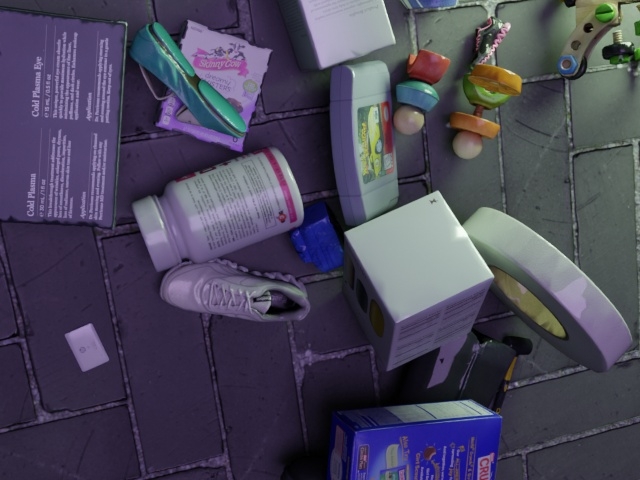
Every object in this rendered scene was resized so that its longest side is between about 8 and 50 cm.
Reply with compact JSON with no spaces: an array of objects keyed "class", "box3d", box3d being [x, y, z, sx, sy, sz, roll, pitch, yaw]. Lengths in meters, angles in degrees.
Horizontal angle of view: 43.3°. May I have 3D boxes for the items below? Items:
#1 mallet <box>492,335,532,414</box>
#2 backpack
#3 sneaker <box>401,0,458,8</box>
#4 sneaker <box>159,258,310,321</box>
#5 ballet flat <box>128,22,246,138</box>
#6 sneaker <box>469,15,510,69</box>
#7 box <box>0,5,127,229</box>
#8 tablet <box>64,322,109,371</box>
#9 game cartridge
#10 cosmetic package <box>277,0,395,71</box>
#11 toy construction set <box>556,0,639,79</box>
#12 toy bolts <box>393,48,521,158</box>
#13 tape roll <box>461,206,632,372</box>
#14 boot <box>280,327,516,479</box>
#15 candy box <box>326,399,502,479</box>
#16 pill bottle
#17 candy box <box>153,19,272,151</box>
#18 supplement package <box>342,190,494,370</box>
[{"class":"mallet","box3d":[0.406,0.298,1.779,0.062,0.039,0.189,18,99,-20]},{"class":"backpack","box3d":[0.000,0.000,1.567,0.101,0.098,0.120,-24,117,11]},{"class":"sneaker","box3d":[0.195,-0.583,1.462,0.127,0.182,0.315,-14,104,-12]},{"class":"sneaker","box3d":[-0.156,0.101,1.528,0.292,0.118,0.110,6,101,-16]},{"class":"ballet flat","box3d":[-0.235,-0.257,1.387,0.087,0.083,0.247,-35,108,20]},{"class":"sneaker","box3d":[0.328,-0.398,1.616,0.057,0.047,0.119,35,86,-5]},{"class":"box","box3d":[-0.493,-0.205,1.332,0.313,0.179,0.343,4,99,-18]},{"class":"tablet","box3d":[-0.441,0.202,1.520,0.054,0.006,0.083,-24,106,-11]},{"class":"game cartridge","box3d":[0.082,-0.184,1.512,0.196,0.060,0.294,-27,115,-56]},{"class":"cosmetic package","box3d":[0.020,-0.416,1.458,0.151,0.151,0.183,-21,105,-11]},{"class":"toy construction set","box3d":[0.618,-0.459,1.614,0.309,0.257,0.237,-7,90,-36]},{"class":"toy bolts","box3d":[0.254,-0.255,1.541,0.228,0.218,0.158,19,93,-5]},{"class":"tape roll","box3d":[0.422,0.097,1.556,0.072,0.392,0.392,-44,109,-5]},{"class":"boot","box3d":[0.162,0.355,1.654,0.367,0.146,0.445,24,96,-27]},{"class":"candy box","box3d":[0.176,0.456,1.549,0.317,0.122,0.268,1,100,-22]},{"class":"pill bottle","box3d":[-0.187,-0.054,1.463,0.283,0.160,0.160,-21,106,-12]},{"class":"candy box","box3d":[-0.196,-0.279,1.463,0.165,0.070,0.196,16,96,-18]},{"class":"supplement package","box3d":[0.170,0.082,1.511,0.198,0.262,0.199,-24,65,-11]}]
